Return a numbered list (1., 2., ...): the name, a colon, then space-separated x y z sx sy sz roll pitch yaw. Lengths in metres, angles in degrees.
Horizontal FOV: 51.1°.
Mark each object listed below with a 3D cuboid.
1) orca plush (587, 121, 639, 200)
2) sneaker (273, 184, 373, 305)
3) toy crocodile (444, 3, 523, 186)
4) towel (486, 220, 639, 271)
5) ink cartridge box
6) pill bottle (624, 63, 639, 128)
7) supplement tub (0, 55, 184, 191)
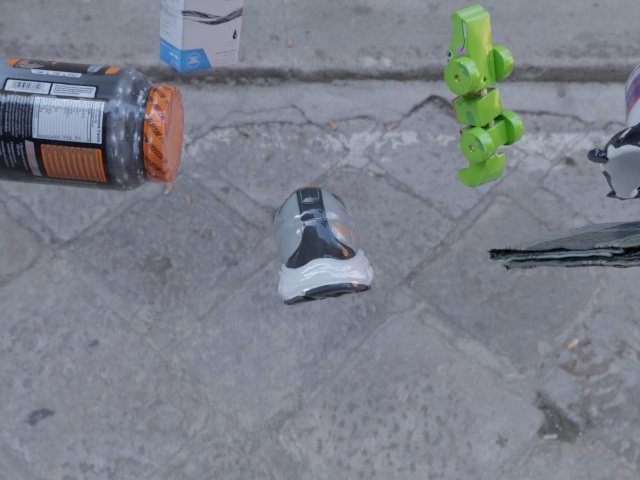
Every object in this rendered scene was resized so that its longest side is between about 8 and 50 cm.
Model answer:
1. orca plush: 0.567 -0.152 1.174 0.151 0.287 0.102 19 83 36
2. sneaker: 0.000 0.000 0.685 0.101 0.271 0.107 -10 89 -3
3. toy crocodile: 0.287 -0.256 1.232 0.115 0.340 0.105 -32 30 -26
4. towel: 0.486 0.010 1.096 0.325 0.312 0.056 -9 94 -31
5. ink cartridge box: -0.078 -0.158 0.442 0.048 0.083 0.028 -23 48 -38
6. pill bottle: 0.739 -0.288 1.406 0.182 0.181 0.323 20 36 11
7. supplement tub: -0.411 -0.191 1.114 0.338 0.207 0.207 5 52 -2
